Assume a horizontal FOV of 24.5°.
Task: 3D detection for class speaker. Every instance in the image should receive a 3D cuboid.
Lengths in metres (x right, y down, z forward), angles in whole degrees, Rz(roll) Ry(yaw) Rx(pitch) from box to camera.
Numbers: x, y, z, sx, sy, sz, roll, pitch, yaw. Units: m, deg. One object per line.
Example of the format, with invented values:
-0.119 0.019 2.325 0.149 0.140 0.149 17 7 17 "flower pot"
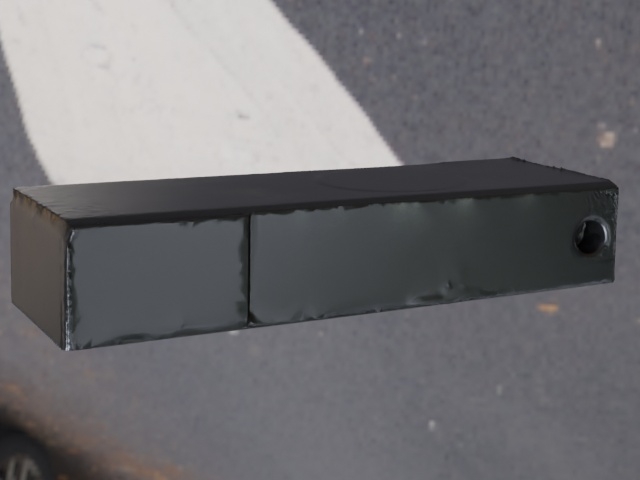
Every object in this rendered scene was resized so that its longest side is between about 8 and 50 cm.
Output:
0.000 0.000 0.554 0.218 0.044 0.082 -5 -168 -24 "speaker"
